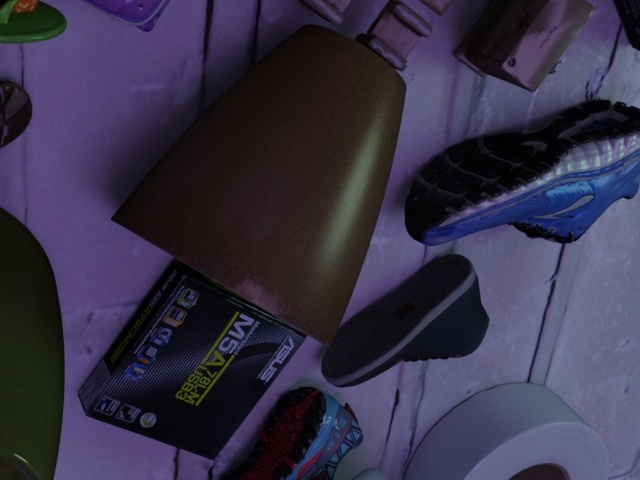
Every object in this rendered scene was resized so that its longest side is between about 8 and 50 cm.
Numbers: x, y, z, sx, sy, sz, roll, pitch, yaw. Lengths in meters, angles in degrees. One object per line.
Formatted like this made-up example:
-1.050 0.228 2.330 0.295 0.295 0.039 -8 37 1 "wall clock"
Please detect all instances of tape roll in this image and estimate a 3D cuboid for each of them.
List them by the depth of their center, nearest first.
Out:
0.258 0.342 1.418 0.286 0.100 0.286 -14 123 -22 "tape roll"

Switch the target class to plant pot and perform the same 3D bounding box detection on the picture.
-0.327 0.138 0.857 0.275 0.293 0.274 -13 123 -22 "plant pot"
-0.033 -0.067 0.966 0.237 0.237 0.254 33 84 -38 "plant pot"

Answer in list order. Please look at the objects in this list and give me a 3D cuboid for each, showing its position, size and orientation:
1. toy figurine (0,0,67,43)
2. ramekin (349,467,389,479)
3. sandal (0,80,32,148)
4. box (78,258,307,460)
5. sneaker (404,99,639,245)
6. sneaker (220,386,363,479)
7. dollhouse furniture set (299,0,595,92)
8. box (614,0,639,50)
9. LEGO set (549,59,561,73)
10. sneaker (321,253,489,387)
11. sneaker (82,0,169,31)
-0.264 -0.239 0.750 0.173 0.130 0.159 -25 134 -51 "toy figurine"
0.008 0.397 1.219 0.277 0.135 0.277 -37 167 -10 "ramekin"
-0.337 -0.087 0.883 0.180 0.049 0.072 -35 135 -25 "sandal"
-0.137 0.136 1.119 0.184 0.045 0.190 31 100 -35 "box"
0.250 -0.047 1.170 0.330 0.130 0.147 -18 122 -19 "sneaker"
-0.040 0.307 1.234 0.125 0.104 0.262 31 100 -40 "sneaker"
0.122 -0.263 0.999 0.242 0.161 0.212 34 98 -16 "dollhouse furniture set"
0.398 -0.268 1.102 0.093 0.158 0.156 -39 129 -2 "box"
0.251 -0.215 1.139 0.083 0.023 0.054 28 102 -37 "LEGO set"
0.112 0.126 1.223 0.222 0.083 0.118 -36 129 -7 "sneaker"
-0.105 -0.260 0.879 0.282 0.102 0.161 0 121 -17 "sneaker"
